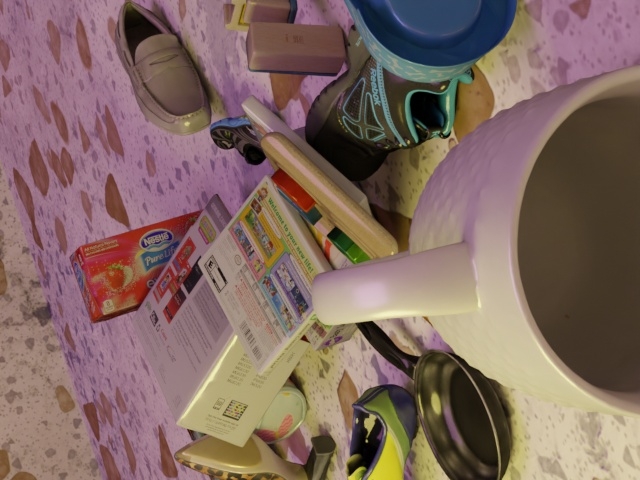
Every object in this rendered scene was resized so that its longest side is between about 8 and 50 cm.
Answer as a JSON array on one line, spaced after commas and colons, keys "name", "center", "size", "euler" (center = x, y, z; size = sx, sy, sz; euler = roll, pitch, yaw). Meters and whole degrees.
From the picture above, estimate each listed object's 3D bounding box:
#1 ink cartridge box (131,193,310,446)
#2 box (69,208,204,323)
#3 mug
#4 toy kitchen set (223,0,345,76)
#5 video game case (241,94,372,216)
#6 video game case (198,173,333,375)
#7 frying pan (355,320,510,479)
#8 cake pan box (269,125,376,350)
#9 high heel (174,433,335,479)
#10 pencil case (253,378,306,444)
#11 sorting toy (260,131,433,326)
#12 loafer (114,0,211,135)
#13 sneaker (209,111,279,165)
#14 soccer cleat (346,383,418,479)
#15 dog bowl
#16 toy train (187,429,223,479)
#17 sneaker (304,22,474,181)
[{"name": "ink cartridge box", "center": [-0.145, 0.116, 2.115], "size": [0.271, 0.130, 0.309], "euler": [-57, 32, 14]}, {"name": "box", "center": [-0.286, 0.041, 2.329], "size": [0.123, 0.257, 0.128], "euler": [-31, 77, 67]}, {"name": "mug", "center": [0.174, 0.015, 1.165], "size": [0.328, 0.374, 0.276], "euler": [174, 84, -73]}, {"name": "toy kitchen set", "center": [-0.054, -0.281, 1.825], "size": [0.166, 0.122, 0.207], "euler": [114, 154, -57]}, {"name": "video game case", "center": [-0.010, -0.081, 1.706], "size": [0.201, 0.023, 0.183], "euler": [43, 172, 18]}, {"name": "video game case", "center": [-0.074, 0.048, 1.895], "size": [0.193, 0.023, 0.212], "euler": [-50, 55, 30]}, {"name": "frying pan", "center": [0.150, 0.214, 1.749], "size": [0.326, 0.053, 0.197], "euler": [24, 127, 62]}, {"name": "cake pan box", "center": [0.000, 0.000, 1.915], "size": [0.245, 0.070, 0.267], "euler": [67, 156, 18]}, {"name": "high heel", "center": [-0.114, 0.388, 2.195], "size": [0.186, 0.261, 0.093], "euler": [105, 161, -46]}, {"name": "pencil case", "center": [-0.132, 0.227, 2.288], "size": [0.113, 0.124, 0.273], "euler": [-58, 43, 12]}, {"name": "sorting toy", "center": [0.042, 0.004, 1.648], "size": [0.307, 0.041, 0.229], "euler": [43, 173, 8]}, {"name": "loafer", "center": [-0.271, -0.288, 2.256], "size": [0.319, 0.112, 0.111], "euler": [51, 157, 41]}, {"name": "sneaker", "center": [-0.116, -0.152, 2.062], "size": [0.188, 0.067, 0.078], "euler": [2, 101, 62]}, {"name": "soccer cleat", "center": [0.070, 0.337, 1.851], "size": [0.093, 0.121, 0.289], "euler": [14, 107, 41]}, {"name": "dog bowl", "center": [0.087, -0.297, 1.418], "size": [0.074, 0.166, 0.297], "euler": [106, 141, -70]}, {"name": "toy train", "center": [-0.171, 0.369, 2.473], "size": [0.334, 0.142, 0.190], "euler": [62, 166, 19]}, {"name": "sneaker", "center": [0.076, -0.147, 1.578], "size": [0.139, 0.125, 0.341], "euler": [56, 156, 18]}]
